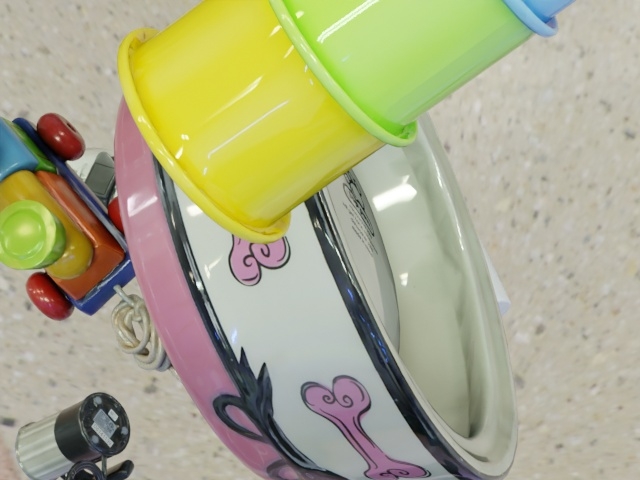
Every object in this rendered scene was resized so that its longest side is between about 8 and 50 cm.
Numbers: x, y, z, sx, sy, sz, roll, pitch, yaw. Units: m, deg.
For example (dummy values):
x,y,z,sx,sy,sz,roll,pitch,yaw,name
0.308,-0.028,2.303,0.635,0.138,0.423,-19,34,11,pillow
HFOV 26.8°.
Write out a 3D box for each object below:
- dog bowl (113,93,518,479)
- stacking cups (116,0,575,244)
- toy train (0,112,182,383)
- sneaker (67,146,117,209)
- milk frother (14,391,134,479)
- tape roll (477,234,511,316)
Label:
x,y,z,sx,sy,sz,roll,pitch,yaw,name
0.000,0.000,0.980,0.150,0.408,0.407,-22,78,18,dog bowl
0.080,-0.120,0.450,0.316,0.096,0.096,-34,79,17,stacking cups
-0.177,0.009,0.940,0.105,0.143,0.248,-43,76,4,toy train
-0.222,-0.035,1.446,0.146,0.330,0.122,3,98,-29,sneaker
-0.322,0.282,1.701,0.135,0.143,0.129,-27,92,34,milk frother
0.086,0.094,1.651,0.286,0.286,0.100,-23,75,0,tape roll
